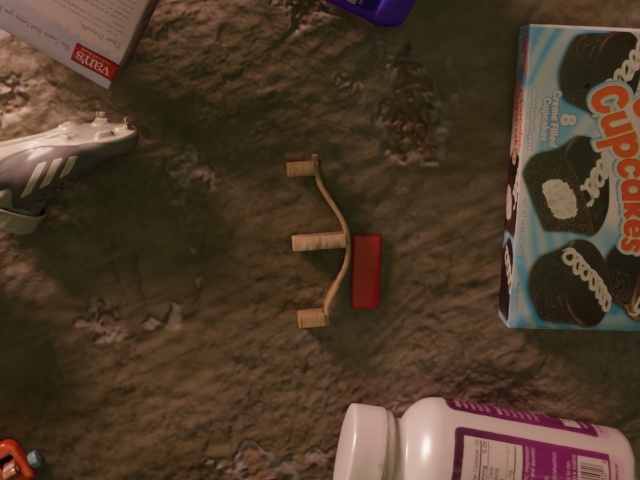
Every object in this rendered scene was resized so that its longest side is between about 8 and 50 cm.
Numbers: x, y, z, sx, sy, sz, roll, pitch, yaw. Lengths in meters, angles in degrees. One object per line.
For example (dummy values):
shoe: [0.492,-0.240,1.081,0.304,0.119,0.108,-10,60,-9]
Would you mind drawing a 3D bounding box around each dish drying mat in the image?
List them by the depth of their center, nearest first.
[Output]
dish drying mat: [0.051,0.034,1.146,0.032,0.008,0.083,1,99,-3]

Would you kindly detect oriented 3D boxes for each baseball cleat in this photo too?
baseball cleat: [-0.285,-0.068,1.094,0.205,0.072,0.110,-8,114,4]

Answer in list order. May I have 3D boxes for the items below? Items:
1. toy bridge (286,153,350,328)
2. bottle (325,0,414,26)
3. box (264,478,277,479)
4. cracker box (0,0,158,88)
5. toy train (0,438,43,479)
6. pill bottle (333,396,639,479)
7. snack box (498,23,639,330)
toy bridge: [0.000,0.000,1.129,0.063,0.026,0.188,-4,100,-4]
bottle: [-0.025,-0.318,1.040,0.282,0.092,0.118,23,100,-6]
box: [-0.105,0.374,1.161,0.147,0.077,0.180,-8,100,0]
cracker box: [-0.223,-0.286,1.009,0.155,0.067,0.232,30,121,-7]
toy train: [-0.401,0.257,1.145,0.166,0.046,0.125,-27,99,2]
pill bottle: [0.169,0.261,1.108,0.301,0.169,0.169,11,99,-4]
snack box: [0.299,-0.065,1.113,0.187,0.060,0.322,2,99,-3]
